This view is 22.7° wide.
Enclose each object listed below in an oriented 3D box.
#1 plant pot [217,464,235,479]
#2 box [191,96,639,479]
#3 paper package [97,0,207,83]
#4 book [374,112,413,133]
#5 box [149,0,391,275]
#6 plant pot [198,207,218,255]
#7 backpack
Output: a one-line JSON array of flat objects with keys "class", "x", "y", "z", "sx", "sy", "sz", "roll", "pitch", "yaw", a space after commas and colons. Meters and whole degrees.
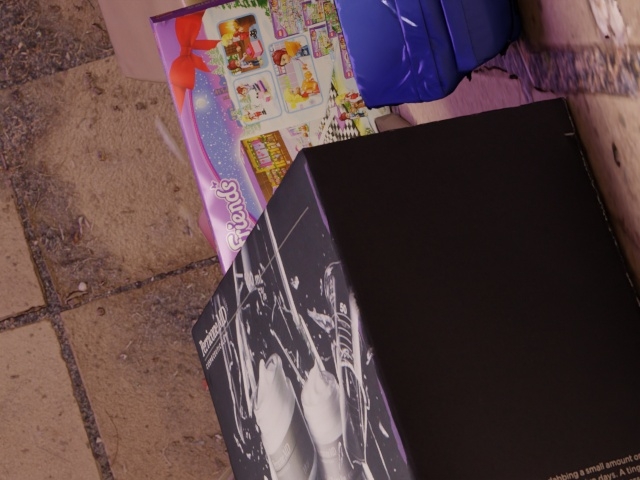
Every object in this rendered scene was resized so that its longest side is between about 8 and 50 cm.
[{"class": "plant pot", "x": 0.016, "y": 0.345, "z": 2.059, "sx": 0.305, "sy": 0.334, "sz": 0.333, "roll": 106, "pitch": 149, "yaw": -57}, {"class": "box", "x": 0.069, "y": 0.130, "z": 1.021, "sx": 0.343, "sy": 0.179, "sz": 0.312, "roll": 125, "pitch": 130, "yaw": -63}, {"class": "paper package", "x": -0.149, "y": -0.339, "z": 1.807, "sx": 0.325, "sy": 0.168, "sz": 0.309, "roll": 17, "pitch": 125, "yaw": 63}, {"class": "book", "x": 0.086, "y": -0.042, "z": 1.498, "sx": 0.096, "sy": 0.035, "sz": 0.144, "roll": -113, "pitch": 6, "yaw": -73}, {"class": "box", "x": -0.031, "y": -0.104, "z": 1.557, "sx": 0.057, "sy": 0.201, "sz": 0.293, "roll": -127, "pitch": 21, "yaw": -73}, {"class": "plant pot", "x": 0.000, "y": 0.000, "z": 1.710, "sx": 0.180, "sy": 0.201, "sz": 0.201, "roll": 55, "pitch": 170, "yaw": 12}, {"class": "backpack", "x": 0.074, "y": -0.141, "z": 0.993, "sx": 0.120, "sy": 0.101, "sz": 0.098, "roll": -46, "pitch": -50, "yaw": -59}]
